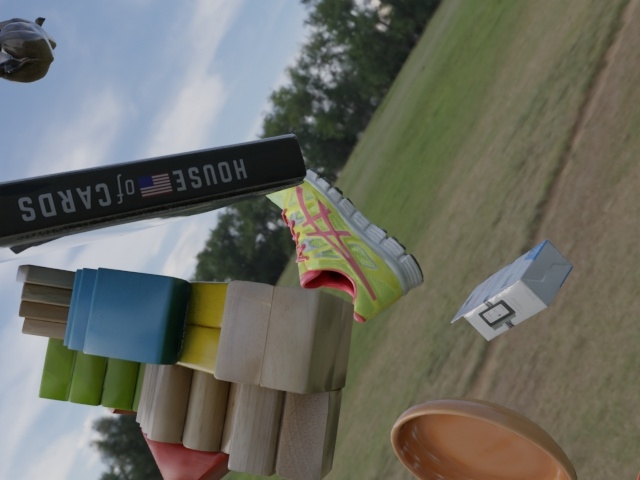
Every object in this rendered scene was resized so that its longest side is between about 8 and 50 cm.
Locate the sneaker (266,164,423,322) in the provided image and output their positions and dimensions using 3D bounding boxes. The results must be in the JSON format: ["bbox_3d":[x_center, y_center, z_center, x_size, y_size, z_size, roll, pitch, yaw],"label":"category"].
[{"bbox_3d":[0.000,0.000,0.807,0.094,0.208,0.081,-46,-22,-9],"label":"sneaker"}]

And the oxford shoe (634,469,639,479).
[{"bbox_3d":[0.478,0.471,1.204,0.363,0.130,0.133,-39,-34,-26],"label":"oxford shoe"}]

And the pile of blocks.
[{"bbox_3d":[-0.104,0.079,0.463,0.362,0.148,0.113,-8,73,65],"label":"pile of blocks"}]

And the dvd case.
[{"bbox_3d":[-0.146,-0.010,0.437,0.179,0.030,0.238,-15,2,-37],"label":"dvd case"}]

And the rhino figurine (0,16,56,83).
[{"bbox_3d":[-0.418,-0.268,1.092,0.243,0.106,0.073,-124,35,-61],"label":"rhino figurine"}]

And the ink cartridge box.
[{"bbox_3d":[0.135,0.039,0.568,0.048,0.028,0.083,-45,0,-38],"label":"ink cartridge box"}]

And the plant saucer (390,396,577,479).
[{"bbox_3d":[0.174,0.229,0.852,0.037,0.199,0.200,-61,0,-38],"label":"plant saucer"}]
